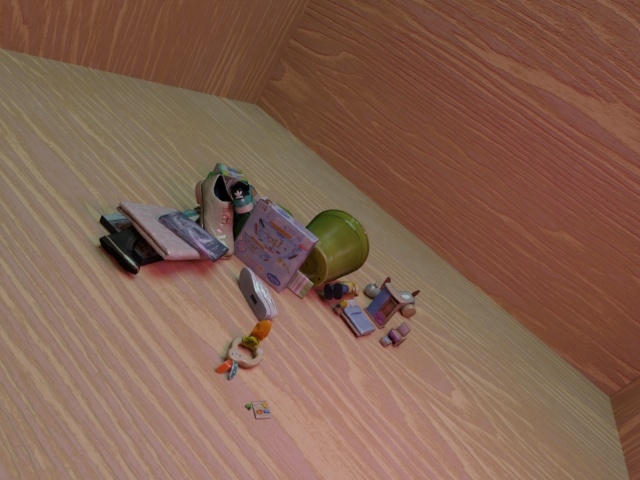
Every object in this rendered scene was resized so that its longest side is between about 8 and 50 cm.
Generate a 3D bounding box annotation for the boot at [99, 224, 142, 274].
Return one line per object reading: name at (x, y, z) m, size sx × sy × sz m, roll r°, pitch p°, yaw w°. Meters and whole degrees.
boot at (-0.692, 0.024, 1.493) m, size 0.198 × 0.076 × 0.137 m, roll 41°, pitch 48°, yaw 13°

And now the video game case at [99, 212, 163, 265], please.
video game case at (-0.706, -0.022, 1.656) m, size 0.275 × 0.035 × 0.248 m, roll 42°, pitch 26°, yaw 15°

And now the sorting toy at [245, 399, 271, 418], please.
sorting toy at (-0.198, 0.540, 1.297) m, size 0.083 × 0.012 × 0.062 m, roll 15°, pitch 31°, yaw -36°

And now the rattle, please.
rattle at (-0.252, 0.373, 1.391) m, size 0.130 × 0.143 × 0.200 m, roll 60°, pitch 25°, yaw 10°

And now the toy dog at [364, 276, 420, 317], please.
toy dog at (0.432, 0.306, 2.297) m, size 0.334 × 0.160 × 0.220 m, roll 12°, pitch 33°, yaw -39°

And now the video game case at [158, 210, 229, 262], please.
video game case at (-0.520, -0.021, 1.690) m, size 0.274 × 0.026 × 0.196 m, roll 39°, pitch 10°, yaw -5°

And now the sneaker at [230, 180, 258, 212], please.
sneaker at (-0.357, -0.232, 1.894) m, size 0.108 × 0.120 × 0.302 m, roll -13°, pitch 24°, yaw -2°

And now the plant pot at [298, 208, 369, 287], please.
plant pot at (0.012, 0.062, 2.024) m, size 0.367 × 0.366 × 0.353 m, roll 39°, pitch 31°, yaw 11°

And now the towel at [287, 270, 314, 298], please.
towel at (-0.117, 0.193, 1.894) m, size 0.152 × 0.113 × 0.023 m, roll 39°, pitch 32°, yaw 7°

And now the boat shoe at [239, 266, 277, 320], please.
boat shoe at (-0.262, 0.225, 1.707) m, size 0.084 × 0.095 × 0.258 m, roll 8°, pitch 46°, yaw -50°

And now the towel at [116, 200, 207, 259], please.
towel at (-0.606, -0.031, 1.639) m, size 0.317 × 0.053 × 0.332 m, roll 42°, pitch 11°, yaw 14°

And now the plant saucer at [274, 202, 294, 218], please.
plant saucer at (-0.253, -0.162, 2.448) m, size 0.241 × 0.037 × 0.240 m, roll 27°, pitch 26°, yaw -14°

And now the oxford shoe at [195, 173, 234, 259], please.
oxford shoe at (-0.459, -0.111, 1.840) m, size 0.141 × 0.147 × 0.396 m, roll -9°, pitch 78°, yaw -55°

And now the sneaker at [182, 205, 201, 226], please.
sneaker at (-0.556, -0.137, 1.971) m, size 0.110 × 0.106 × 0.275 m, roll 30°, pitch 23°, yaw 14°

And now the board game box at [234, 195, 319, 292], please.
board game box at (-0.216, 0.020, 1.840) m, size 0.319 × 0.317 × 0.066 m, roll 40°, pitch 25°, yaw 11°

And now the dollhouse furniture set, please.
dollhouse furniture set at (0.268, 0.361, 1.960) m, size 0.304 × 0.198 × 0.286 m, roll 3°, pitch 39°, yaw -47°

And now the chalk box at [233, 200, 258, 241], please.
chalk box at (-0.355, -0.091, 2.037) m, size 0.289 × 0.179 × 0.180 m, roll 18°, pitch 30°, yaw -29°

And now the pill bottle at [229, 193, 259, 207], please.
pill bottle at (-0.385, -0.170, 2.195) m, size 0.246 × 0.130 × 0.130 m, roll 21°, pitch 28°, yaw -25°

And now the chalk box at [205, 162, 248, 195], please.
chalk box at (-0.546, -0.343, 2.304) m, size 0.213 × 0.132 × 0.132 m, roll 15°, pitch 32°, yaw -38°

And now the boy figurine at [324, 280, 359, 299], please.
boy figurine at (0.115, 0.250, 2.059) m, size 0.285 × 0.178 × 0.092 m, roll 12°, pitch 74°, yaw -65°
